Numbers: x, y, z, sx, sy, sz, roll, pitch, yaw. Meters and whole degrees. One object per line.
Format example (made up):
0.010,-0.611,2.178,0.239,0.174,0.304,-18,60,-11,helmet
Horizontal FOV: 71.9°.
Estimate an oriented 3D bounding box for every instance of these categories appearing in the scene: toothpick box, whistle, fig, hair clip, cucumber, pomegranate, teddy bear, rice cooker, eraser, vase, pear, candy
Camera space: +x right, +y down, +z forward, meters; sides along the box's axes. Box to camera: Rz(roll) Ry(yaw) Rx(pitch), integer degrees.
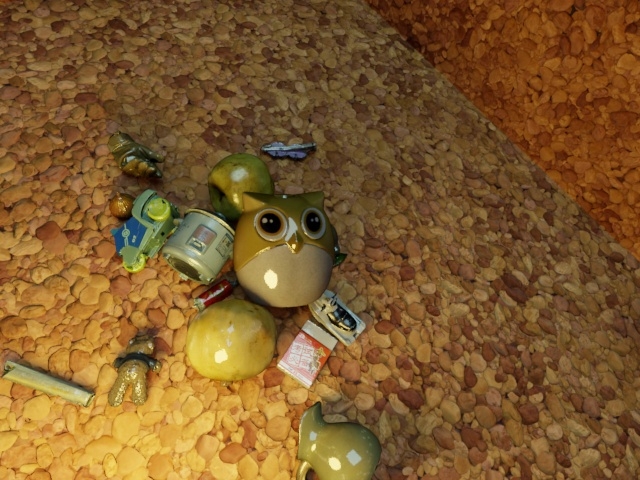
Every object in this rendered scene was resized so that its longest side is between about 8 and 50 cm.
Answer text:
-0.142,0.020,1.739,0.407,0.409,0.427,-2,99,-15,toothpick box
-0.951,0.499,1.541,0.326,0.057,0.068,22,102,-1,whistle
-0.854,-0.166,1.888,0.118,0.153,0.119,-9,44,9,fig
-0.157,-0.464,2.261,0.291,0.085,0.107,-3,68,-10,hair clip
0.031,0.105,2.006,0.227,0.069,0.069,-23,70,-28,cucumber
-0.321,0.372,1.618,0.331,0.333,0.333,6,61,-11,pomegranate
-0.666,0.468,1.591,0.181,0.129,0.252,9,61,-12,teddy bear
-0.481,0.013,1.812,0.316,0.264,0.317,6,66,-14,rice cooker
-0.052,0.461,1.803,0.157,0.038,0.230,33,60,5,eraser
0.032,0.786,1.566,0.302,0.241,0.330,24,85,14,vase
-0.348,-0.241,1.976,0.303,0.304,0.304,6,61,-11,pear
-0.435,0.226,1.809,0.292,0.086,0.059,-34,67,-28,candy

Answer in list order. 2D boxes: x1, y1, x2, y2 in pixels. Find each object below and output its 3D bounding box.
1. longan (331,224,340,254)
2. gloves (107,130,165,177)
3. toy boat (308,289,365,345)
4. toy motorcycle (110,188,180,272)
0.000,0.000,1.997,0.204,0.159,0.185,33,67,3,longan
-0.829,-0.364,1.998,0.331,0.141,0.154,40,34,20,gloves
0.064,0.312,1.864,0.269,0.140,0.141,48,61,-3,toy boat
-0.743,-0.040,1.831,0.199,0.191,0.327,30,73,7,toy motorcycle
